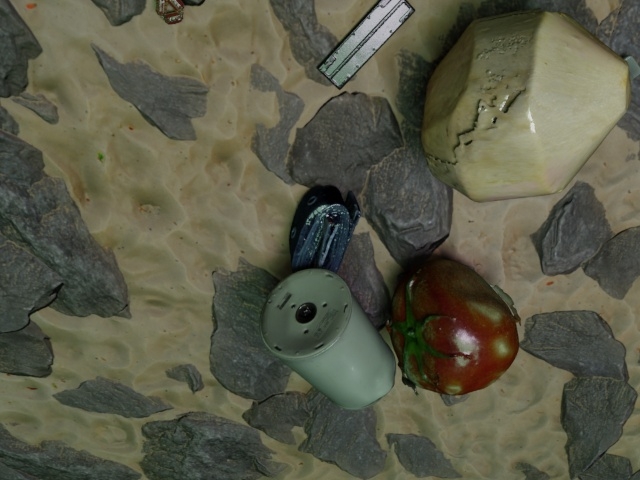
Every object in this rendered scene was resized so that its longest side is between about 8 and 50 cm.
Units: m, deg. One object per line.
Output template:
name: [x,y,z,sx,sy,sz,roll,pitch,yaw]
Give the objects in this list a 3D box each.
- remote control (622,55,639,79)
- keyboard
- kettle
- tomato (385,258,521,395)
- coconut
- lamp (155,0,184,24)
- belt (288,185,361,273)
remote control: [0.552,-0.296,1.135,0.050,0.027,0.184,40,116,-22]
keyboard: [0.084,-0.379,1.058,0.067,0.011,0.202,37,112,-25]
kettle: [0.002,0.227,1.236,0.265,0.205,0.318,-10,144,23]
tomato: [0.300,0.197,1.259,0.239,0.303,0.303,-5,123,-22]
coconut: [0.346,-0.224,0.966,0.353,0.352,0.352,-2,121,-3]
lamp: [-0.269,-0.427,0.994,0.063,0.031,0.083,-14,125,6]
belt: [0.000,0.000,1.212,0.122,0.128,0.218,10,121,-15]
